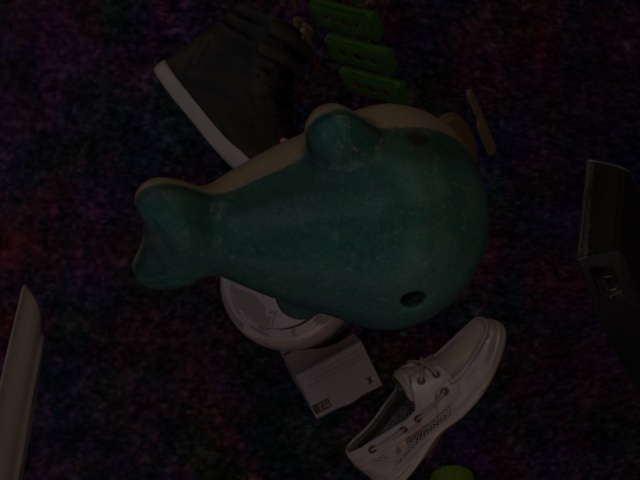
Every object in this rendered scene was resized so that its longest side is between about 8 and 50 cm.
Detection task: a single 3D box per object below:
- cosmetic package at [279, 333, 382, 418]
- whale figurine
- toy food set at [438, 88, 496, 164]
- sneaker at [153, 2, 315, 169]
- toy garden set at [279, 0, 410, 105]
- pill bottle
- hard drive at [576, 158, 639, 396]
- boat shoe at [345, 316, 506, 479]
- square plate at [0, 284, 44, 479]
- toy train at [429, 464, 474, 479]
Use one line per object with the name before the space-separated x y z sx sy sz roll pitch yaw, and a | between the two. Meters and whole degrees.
cosmetic package | 0.008 0.193 1.698 0.085 0.117 0.231 64 173 -10
whale figurine | 0.000 0.000 0.802 0.216 0.272 0.141 104 151 -45
toy food set | 0.179 -0.114 1.505 0.038 0.192 0.132 1 132 37
sneaker | -0.050 -0.146 1.121 0.147 0.104 0.296 -46 57 6
toy garden set | 0.018 -0.310 1.517 0.203 0.244 0.049 22 66 34
pill bottle | -0.031 0.059 1.463 0.181 0.323 0.182 -1 85 8
hard drive | 0.358 0.044 1.230 0.054 0.255 0.172 -9 44 29
boat shoe | 0.140 0.204 1.441 0.277 0.096 0.098 -52 19 -3
square plate | -0.451 0.294 1.560 0.347 0.049 0.344 117 158 -55
toy train | 0.133 0.286 1.076 0.105 0.248 0.143 -41 30 30
